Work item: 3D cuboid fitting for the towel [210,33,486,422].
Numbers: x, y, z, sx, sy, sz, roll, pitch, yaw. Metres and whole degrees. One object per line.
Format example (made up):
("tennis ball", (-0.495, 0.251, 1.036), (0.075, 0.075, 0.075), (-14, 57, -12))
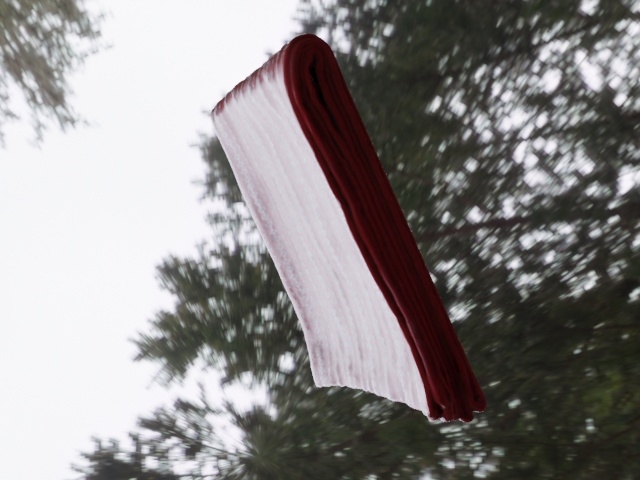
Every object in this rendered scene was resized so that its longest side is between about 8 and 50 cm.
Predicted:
("towel", (0.000, 0.000, 0.785), (0.031, 0.275, 0.199), (-24, -87, -12))
